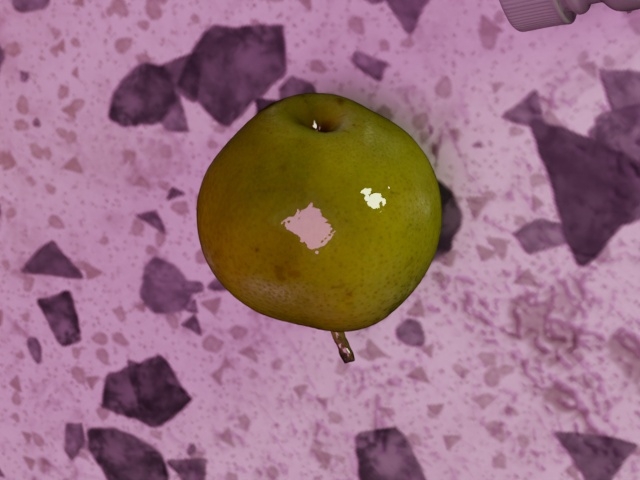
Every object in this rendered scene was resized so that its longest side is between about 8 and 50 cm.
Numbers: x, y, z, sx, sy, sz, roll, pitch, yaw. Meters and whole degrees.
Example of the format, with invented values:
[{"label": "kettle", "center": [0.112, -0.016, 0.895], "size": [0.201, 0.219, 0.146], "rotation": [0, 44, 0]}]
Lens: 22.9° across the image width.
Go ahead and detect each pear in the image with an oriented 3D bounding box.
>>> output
[{"label": "pear", "center": [0.000, 0.000, 1.175], "size": [0.180, 0.166, 0.216], "rotation": [3, 130, 6]}]

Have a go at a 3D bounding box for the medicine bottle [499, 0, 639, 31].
[{"label": "medicine bottle", "center": [0.203, -0.204, 1.049], "size": [0.168, 0.105, 0.105], "rotation": [-10, 104, 23]}]
